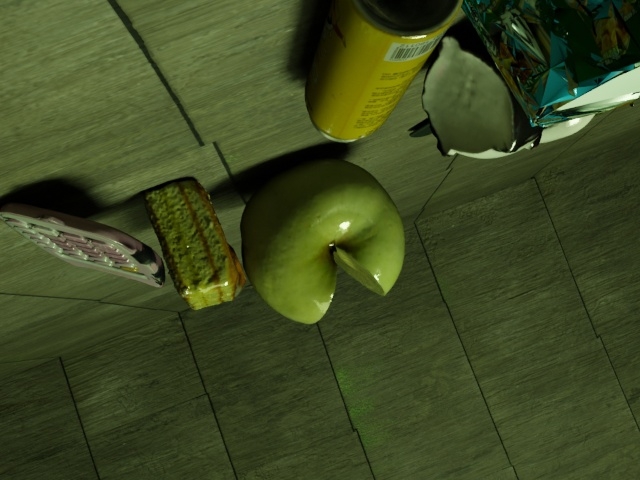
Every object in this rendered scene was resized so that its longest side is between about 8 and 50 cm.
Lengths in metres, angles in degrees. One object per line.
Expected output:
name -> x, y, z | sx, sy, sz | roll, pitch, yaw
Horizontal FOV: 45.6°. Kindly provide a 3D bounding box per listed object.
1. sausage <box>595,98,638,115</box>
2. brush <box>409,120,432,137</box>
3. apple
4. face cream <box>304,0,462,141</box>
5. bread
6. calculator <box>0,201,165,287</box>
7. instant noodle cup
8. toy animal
sausage -> 0.478, -0.260, 1.573 | 0.372, 0.082, 0.082 | -19, 173, -8
brush -> 0.239, -0.229, 1.351 | 0.063, 0.016, 0.193 | -15, 171, -44
apple -> 0.000, 0.000, 1.331 | 0.292, 0.291, 0.254 | -19, -162, -14
face cream -> 0.045, -0.182, 0.785 | 0.105, 0.105, 0.348 | -20, 173, -10
bread -> -0.197, 0.013, 1.235 | 0.111, 0.184, 0.234 | -21, 174, -7
calculator -> -0.317, 0.004, 1.046 | 0.194, 0.043, 0.294 | 15, 166, 6
instant noodle cup -> 0.266, -0.229, 0.771 | 0.240, 0.178, 0.240 | -20, 174, -2
toy animal -> 0.269, -0.203, 1.013 | 0.235, 0.165, 0.187 | -16, -166, -32
